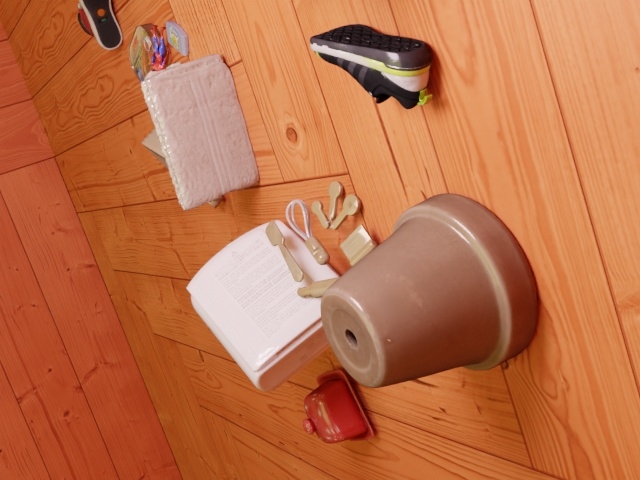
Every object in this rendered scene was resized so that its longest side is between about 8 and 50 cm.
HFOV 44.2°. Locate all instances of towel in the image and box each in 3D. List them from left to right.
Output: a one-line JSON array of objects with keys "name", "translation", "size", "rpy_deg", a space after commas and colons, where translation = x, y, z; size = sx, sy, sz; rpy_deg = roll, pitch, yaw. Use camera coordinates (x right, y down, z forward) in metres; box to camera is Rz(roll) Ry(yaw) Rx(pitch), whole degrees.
[{"name": "towel", "translation": [-0.237, -0.217, 1.574], "size": [0.049, 0.187, 0.282], "rpy_deg": [12, 121, 54]}]

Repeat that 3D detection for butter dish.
[{"name": "butter dish", "translation": [0.016, 0.370, 1.664], "size": [0.160, 0.118, 0.160], "rpy_deg": [63, 153, 4]}]

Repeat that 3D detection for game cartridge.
[{"name": "game cartridge", "translation": [-0.314, -0.445, 1.720], "size": [0.083, 0.017, 0.056], "rpy_deg": [44, 142, 37]}]

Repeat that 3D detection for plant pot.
[{"name": "plant pot", "translation": [0.130, 0.092, 1.106], "size": [0.263, 0.229, 0.263], "rpy_deg": [44, 147, 38]}]

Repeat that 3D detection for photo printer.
[{"name": "photo printer", "translation": [-0.100, 0.108, 1.519], "size": [0.307, 0.256, 0.107], "rpy_deg": [42, 165, 38]}]

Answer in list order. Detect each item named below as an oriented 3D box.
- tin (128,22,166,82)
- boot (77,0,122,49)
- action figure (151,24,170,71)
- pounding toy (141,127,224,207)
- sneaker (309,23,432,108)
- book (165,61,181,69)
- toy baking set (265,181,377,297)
[{"name": "tin", "translation": [-0.415, -0.446, 1.884], "size": [0.106, 0.040, 0.190], "rpy_deg": [61, 153, 1]}, {"name": "boot", "translation": [-0.596, -0.626, 2.018], "size": [0.176, 0.088, 0.244], "rpy_deg": [40, 147, 44]}, {"name": "action figure", "translation": [-0.365, -0.427, 1.786], "size": [0.038, 0.030, 0.115], "rpy_deg": [13, 113, 11]}, {"name": "pounding toy", "translation": [-0.277, -0.169, 1.802], "size": [0.181, 0.094, 0.206], "rpy_deg": [31, 167, 49]}, {"name": "sneaker", "translation": [0.065, -0.239, 1.113], "size": [0.235, 0.084, 0.097], "rpy_deg": [33, 140, 48]}, {"name": "book", "translation": [-0.323, -0.331, 1.814], "size": [0.096, 0.035, 0.144], "rpy_deg": [6, 116, 64]}, {"name": "toy baking set", "translation": [0.002, 0.006, 1.402], "size": [0.256, 0.030, 0.196], "rpy_deg": [-19, 71, 42]}]
